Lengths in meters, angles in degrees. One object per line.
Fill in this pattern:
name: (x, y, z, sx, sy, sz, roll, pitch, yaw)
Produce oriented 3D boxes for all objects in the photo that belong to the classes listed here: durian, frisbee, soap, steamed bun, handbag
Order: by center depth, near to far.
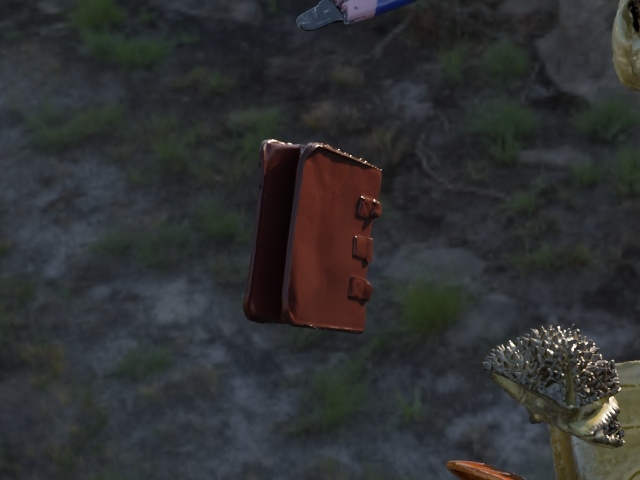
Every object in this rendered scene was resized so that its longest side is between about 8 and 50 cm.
durian: (0.175, 0.101, 0.868, 0.110, 0.140, 0.071, 39, 79, 10)
steamed bun: (0.388, -0.250, 1.298, 0.172, 0.155, 0.141, -24, 11, -37)
handbag: (-0.001, 0.000, 1.700, 0.084, 0.260, 0.275, 3, -3, 27)
frisbee: (0.276, 0.357, 1.777, 0.192, 0.192, 0.035, 15, 73, 35)
soap: (0.515, 0.344, 1.882, 0.294, 0.335, 0.156, -3, -12, -8)

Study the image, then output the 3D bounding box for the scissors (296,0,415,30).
scissors: (0.033, -0.158, 0.780, 0.113, 0.012, 0.039, -29, 65, -22)
